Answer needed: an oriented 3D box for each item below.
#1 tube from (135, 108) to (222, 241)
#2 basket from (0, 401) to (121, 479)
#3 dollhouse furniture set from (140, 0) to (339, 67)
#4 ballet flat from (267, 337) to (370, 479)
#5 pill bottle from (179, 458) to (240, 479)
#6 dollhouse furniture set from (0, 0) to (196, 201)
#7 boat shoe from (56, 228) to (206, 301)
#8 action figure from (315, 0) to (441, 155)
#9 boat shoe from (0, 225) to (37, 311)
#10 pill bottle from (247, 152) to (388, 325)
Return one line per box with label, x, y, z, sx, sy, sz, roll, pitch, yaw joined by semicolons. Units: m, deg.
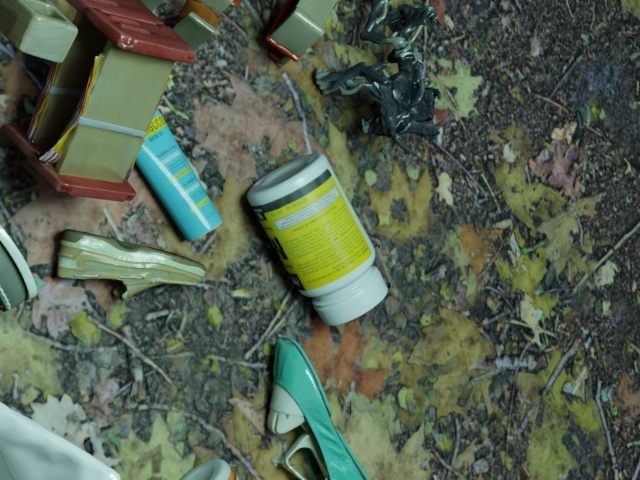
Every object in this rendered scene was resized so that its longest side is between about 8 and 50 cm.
tube;-0.198;-0.098;1.713;0.080;0.052;0.207;-41;104;-46
basket;-0.411;0.307;1.287;0.328;0.266;0.331;30;64;-3
dollhouse furniture set;-0.111;-0.346;1.787;0.259;0.135;0.262;36;63;-17
ballet flat;-0.018;0.250;1.785;0.087;0.083;0.247;-31;101;-22
pill bottle;-0.111;0.352;1.689;0.086;0.086;0.152;-47;112;-33
dollhouse furniture set;-0.340;-0.182;1.461;0.374;0.152;0.201;9;116;-45
boat shoe;-0.232;0.039;1.660;0.190;0.068;0.072;14;87;-26
action figure;0.091;-0.225;1.901;0.164;0.141;0.275;29;51;-34
boat shoe;-0.434;-0.030;1.478;0.305;0.109;0.091;51;57;-14
pill bottle;0.000;0.000;1.806;0.119;0.119;0.208;-38;107;-35
